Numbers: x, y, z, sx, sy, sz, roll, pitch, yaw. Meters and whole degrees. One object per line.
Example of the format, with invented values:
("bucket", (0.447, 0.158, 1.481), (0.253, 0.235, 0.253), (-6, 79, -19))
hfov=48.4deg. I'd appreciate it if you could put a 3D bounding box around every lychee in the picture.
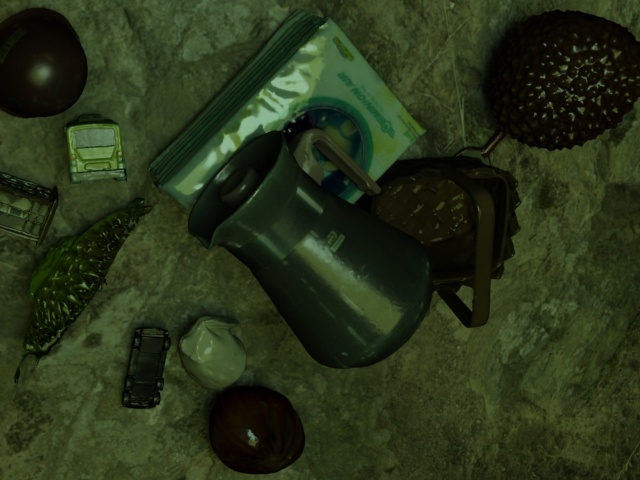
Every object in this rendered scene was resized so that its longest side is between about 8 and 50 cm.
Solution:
("lychee", (0.444, -0.287, 1.310), (0.268, 0.267, 0.267), (-7, 111, -18))

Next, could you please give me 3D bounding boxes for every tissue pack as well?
("tissue pack", (-0.056, -0.157, 1.226), (0.388, 0.162, 0.287), (-46, 118, 0))

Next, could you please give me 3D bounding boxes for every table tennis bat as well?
("table tennis bat", (0.319, -0.162, 1.446), (0.098, 0.019, 0.154), (38, 96, -27))

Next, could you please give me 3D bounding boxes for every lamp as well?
("lamp", (-0.579, -0.088, 1.098), (0.325, 0.090, 0.089), (20, 102, -25))

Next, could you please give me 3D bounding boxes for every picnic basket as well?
("picnic basket", (0.220, -0.016, 1.293), (0.291, 0.321, 0.254), (-7, 115, -13))

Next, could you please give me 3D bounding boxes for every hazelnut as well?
("hazelnut", (-0.129, 0.375, 1.387), (0.178, 0.178, 0.204), (-34, 131, -6))

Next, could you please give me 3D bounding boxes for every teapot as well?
("teapot", (0.000, 0.000, 1.100), (0.344, 0.253, 0.300), (43, 56, -27))

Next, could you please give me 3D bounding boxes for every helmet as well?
("helmet", (-0.405, -0.258, 1.066), (0.175, 0.106, 0.155), (-56, 142, -18))

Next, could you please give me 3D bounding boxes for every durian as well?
("durian", (-0.423, 0.068, 1.194), (0.375, 0.132, 0.107), (-53, 130, -2))

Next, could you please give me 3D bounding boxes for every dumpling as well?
("dumpling", (-0.197, 0.207, 1.340), (0.136, 0.118, 0.199), (-50, 147, -14))

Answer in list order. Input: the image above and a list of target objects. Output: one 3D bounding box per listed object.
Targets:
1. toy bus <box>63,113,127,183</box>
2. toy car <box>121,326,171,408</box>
("toy bus", (-0.353, -0.145, 1.116), (0.088, 0.175, 0.101), (-7, 105, -18))
("toy car", (-0.326, 0.233, 1.325), (0.071, 0.062, 0.165), (7, 107, -23))
